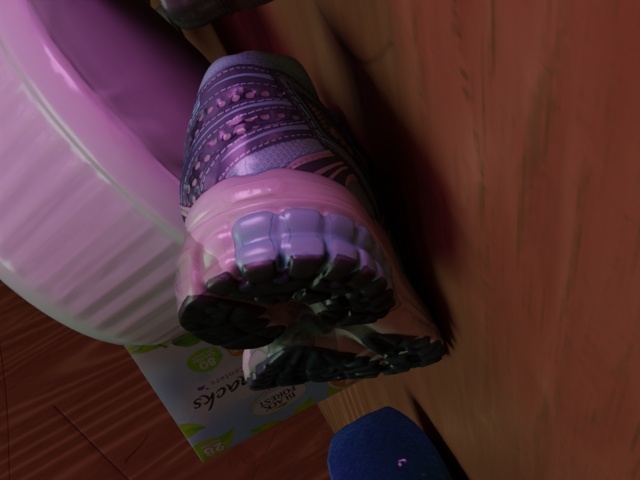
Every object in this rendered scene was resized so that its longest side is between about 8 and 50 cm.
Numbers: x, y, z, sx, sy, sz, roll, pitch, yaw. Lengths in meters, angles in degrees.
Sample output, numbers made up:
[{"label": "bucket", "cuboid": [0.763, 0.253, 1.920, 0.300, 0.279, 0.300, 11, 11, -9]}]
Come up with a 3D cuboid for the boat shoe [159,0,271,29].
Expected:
[{"label": "boat shoe", "cuboid": [-0.066, -0.149, 0.396, 0.223, 0.073, 0.080, 54, 171, 43]}]

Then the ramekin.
[{"label": "ramekin", "cuboid": [-0.135, -0.053, 0.684, 0.273, 0.127, 0.273, 44, -165, -15]}]

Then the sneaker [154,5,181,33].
[{"label": "sneaker", "cuboid": [-0.211, -0.153, 1.117, 0.086, 0.163, 0.226, 58, 174, 10]}]

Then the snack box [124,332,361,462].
[{"label": "snack box", "cuboid": [-0.067, 0.069, 0.892, 0.070, 0.174, 0.207, 59, 175, 47]}]

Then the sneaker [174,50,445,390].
[{"label": "sneaker", "cuboid": [0.000, 0.000, 0.535, 0.283, 0.110, 0.122, 72, -170, -71]}]

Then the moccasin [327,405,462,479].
[{"label": "moccasin", "cuboid": [0.109, 0.277, 0.759, 0.117, 0.137, 0.342, 63, -171, -54]}]

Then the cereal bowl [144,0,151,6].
[{"label": "cereal bowl", "cuboid": [-0.255, -0.261, 0.834, 0.339, 0.141, 0.339, 45, -157, -25]}]
